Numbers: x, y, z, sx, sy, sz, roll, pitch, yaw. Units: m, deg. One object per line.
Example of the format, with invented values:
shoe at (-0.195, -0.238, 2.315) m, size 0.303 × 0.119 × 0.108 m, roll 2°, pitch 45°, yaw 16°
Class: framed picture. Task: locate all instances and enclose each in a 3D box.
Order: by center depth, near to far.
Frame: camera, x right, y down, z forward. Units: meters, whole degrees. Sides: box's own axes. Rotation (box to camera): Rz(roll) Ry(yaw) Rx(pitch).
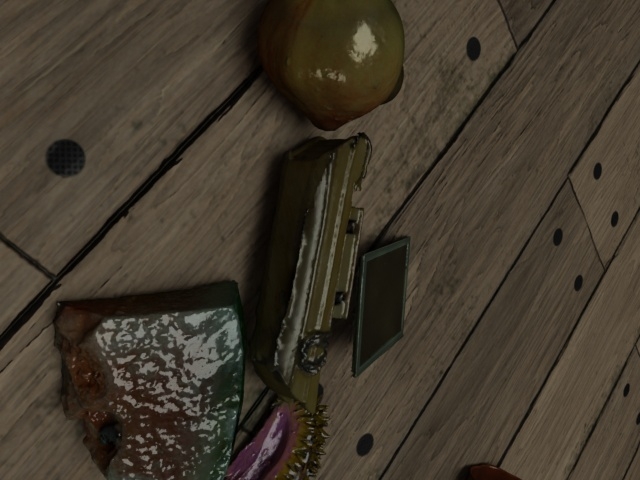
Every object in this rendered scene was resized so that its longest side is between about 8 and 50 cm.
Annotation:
framed picture at (0.114, 0.108, 1.061) m, size 0.274 × 0.017 × 0.216 m, roll -11°, pitch 107°, yaw -64°

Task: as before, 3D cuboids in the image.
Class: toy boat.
toy boat at (-0.012, 0.048, 0.925) m, size 0.162 × 0.136 × 0.444 m, roll 13°, pitch 87°, yaw -45°

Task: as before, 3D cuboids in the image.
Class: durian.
durian at (-0.067, 0.422, 0.980) m, size 0.191 × 0.112 × 0.341 m, roll 49°, pitch 66°, yaw -32°

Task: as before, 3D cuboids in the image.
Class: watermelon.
watermelon at (-0.198, 0.203, 0.804) m, size 0.302 × 0.151 × 0.263 m, roll -1°, pitch 100°, yaw -40°

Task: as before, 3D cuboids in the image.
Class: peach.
peach at (0.014, -0.265, 0.854) m, size 0.233 × 0.233 × 0.232 m, roll -9°, pitch 104°, yaw -38°

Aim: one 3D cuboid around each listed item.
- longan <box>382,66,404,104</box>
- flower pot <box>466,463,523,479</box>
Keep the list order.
longan at (0.088, -0.283, 0.985) m, size 0.114 × 0.092 × 0.113 m, roll -4°, pitch 103°, yaw -16°
flower pot at (0.416, 0.665, 1.392) m, size 0.191 × 0.191 × 0.173 m, roll 14°, pitch 101°, yaw -40°
